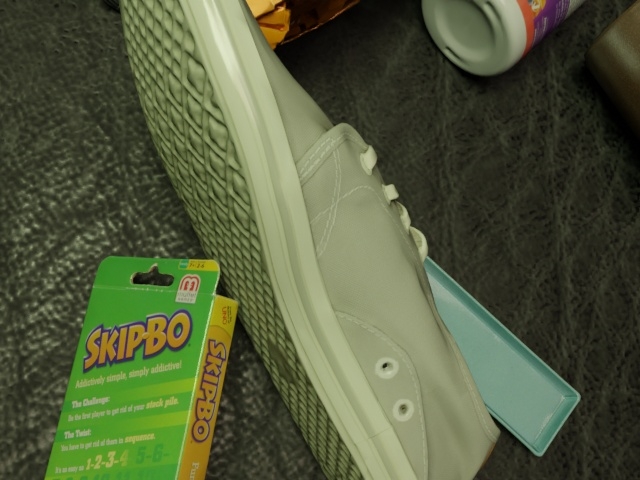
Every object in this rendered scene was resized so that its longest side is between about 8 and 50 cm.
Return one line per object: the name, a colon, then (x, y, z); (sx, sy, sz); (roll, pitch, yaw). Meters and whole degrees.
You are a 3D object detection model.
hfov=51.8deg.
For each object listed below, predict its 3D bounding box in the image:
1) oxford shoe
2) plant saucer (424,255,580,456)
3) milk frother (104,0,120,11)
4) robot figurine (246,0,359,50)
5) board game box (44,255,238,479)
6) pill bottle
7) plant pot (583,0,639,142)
oxford shoe: (0.000, 0.000, 0.449); (0.130, 0.169, 0.449); (-31, 106, -19)
plant saucer: (0.131, 0.095, 0.563); (0.192, 0.018, 0.067); (42, 74, -2)
milk frother: (-0.179, -0.275, 0.543); (0.143, 0.129, 0.134); (40, 68, -47)
robot figurine: (0.033, -0.235, 0.523); (0.291, 0.211, 0.085); (-35, 101, -9)
board game box: (-0.132, 0.139, 0.453); (0.124, 0.039, 0.259); (1, 77, 32)
pill bottle: (0.193, -0.246, 0.598); (0.193, 0.108, 0.108); (-42, 90, -17)
plant pot: (0.339, -0.144, 0.589); (0.167, 0.167, 0.165); (-31, 79, -16)
